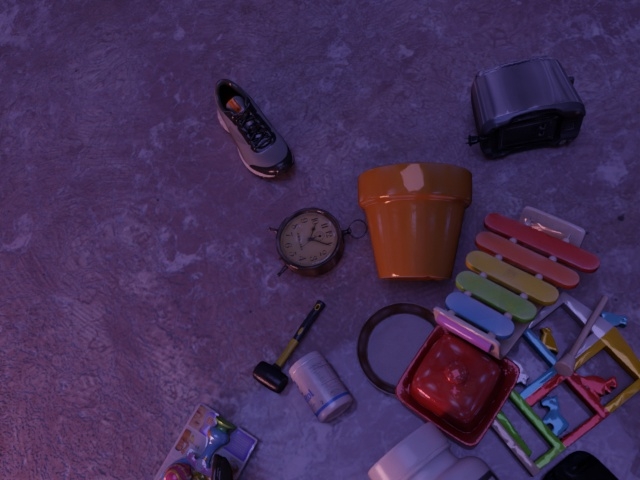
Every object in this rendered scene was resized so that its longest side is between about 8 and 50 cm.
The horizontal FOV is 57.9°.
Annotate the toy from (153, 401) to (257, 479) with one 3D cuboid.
[{"bbox_3d":[-0.228,0.417,1.003,0.137,0.056,0.237,25,75,22],"label":"toy"}]

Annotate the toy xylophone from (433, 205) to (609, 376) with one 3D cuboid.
[{"bbox_3d":[0.341,0.081,0.955,0.236,0.081,0.323,22,51,26],"label":"toy xylophone"}]

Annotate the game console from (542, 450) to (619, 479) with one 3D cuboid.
[{"bbox_3d":[0.487,0.453,0.813,0.213,0.044,0.361,-27,52,-21],"label":"game console"}]

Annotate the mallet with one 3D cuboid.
[{"bbox_3d":[-0.043,0.196,1.070,0.062,0.039,0.190,36,75,25],"label":"mallet"}]

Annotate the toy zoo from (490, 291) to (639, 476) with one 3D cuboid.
[{"bbox_3d":[0.396,0.218,0.961,0.293,0.030,0.192,-36,64,-4],"label":"toy zoo"}]

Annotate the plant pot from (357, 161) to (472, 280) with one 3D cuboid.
[{"bbox_3d":[0.169,-0.024,1.039,0.205,0.205,0.188,-1,83,12],"label":"plant pot"}]

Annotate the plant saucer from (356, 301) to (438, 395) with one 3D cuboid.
[{"bbox_3d":[0.149,0.193,1.029,0.168,0.029,0.168,-4,67,11],"label":"plant saucer"}]

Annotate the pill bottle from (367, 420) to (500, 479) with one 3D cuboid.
[{"bbox_3d":[0.216,0.429,0.830,0.176,0.176,0.318,-38,64,-5],"label":"pill bottle"}]

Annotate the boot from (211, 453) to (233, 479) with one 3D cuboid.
[{"bbox_3d":[-0.119,0.454,0.944,0.106,0.082,0.219,-8,86,-2],"label":"boot"}]

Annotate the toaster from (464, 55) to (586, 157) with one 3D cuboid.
[{"bbox_3d":[0.382,-0.257,1.119,0.227,0.129,0.146,-11,61,10],"label":"toaster"}]

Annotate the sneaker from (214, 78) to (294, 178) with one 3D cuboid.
[{"bbox_3d":[-0.155,-0.240,1.242,0.100,0.108,0.271,-35,66,-6],"label":"sneaker"}]

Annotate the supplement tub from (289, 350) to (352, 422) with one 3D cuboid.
[{"bbox_3d":[0.000,0.256,1.013,0.071,0.071,0.107,-36,64,-4],"label":"supplement tub"}]

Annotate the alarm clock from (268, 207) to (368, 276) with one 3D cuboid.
[{"bbox_3d":[0.000,0.000,1.126,0.192,0.064,0.129,-16,64,8],"label":"alarm clock"}]

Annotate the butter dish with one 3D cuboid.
[{"bbox_3d":[0.216,0.218,0.921,0.160,0.118,0.160,31,78,23],"label":"butter dish"}]
